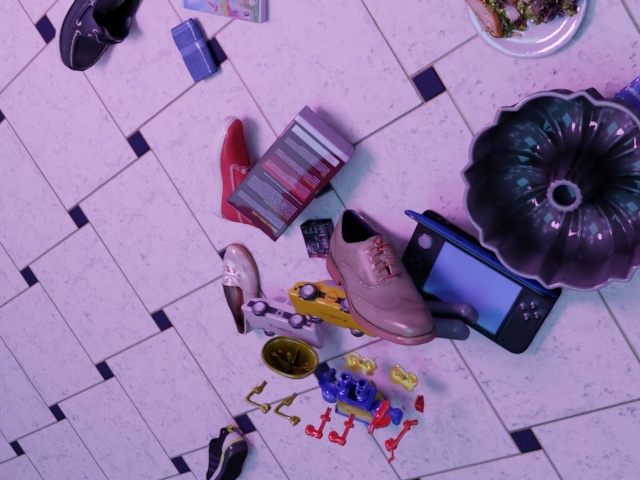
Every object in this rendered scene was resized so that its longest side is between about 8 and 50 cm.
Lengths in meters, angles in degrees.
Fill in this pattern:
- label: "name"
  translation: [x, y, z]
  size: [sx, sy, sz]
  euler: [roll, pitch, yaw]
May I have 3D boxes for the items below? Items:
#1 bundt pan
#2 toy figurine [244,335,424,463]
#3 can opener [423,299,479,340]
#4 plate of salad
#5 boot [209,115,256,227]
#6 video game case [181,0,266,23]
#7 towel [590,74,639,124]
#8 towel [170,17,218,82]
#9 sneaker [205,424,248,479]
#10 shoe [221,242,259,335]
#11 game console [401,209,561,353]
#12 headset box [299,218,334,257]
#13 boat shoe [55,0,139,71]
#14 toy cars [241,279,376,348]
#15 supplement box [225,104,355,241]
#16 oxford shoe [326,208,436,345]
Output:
- label: "bundt pan"
  translation: [0.395, -0.092, 1.366]
  size: [0.331, 0.124, 0.330]
  euler: [14, 121, 24]
- label: "toy figurine"
  translation: [0.043, 0.353, 1.858]
  size: [0.363, 0.191, 0.217]
  euler: [16, 158, 18]
- label: "can opener"
  translation: [0.176, 0.140, 1.677]
  size: [0.280, 0.074, 0.093]
  euler: [5, 147, 51]
- label: "plate of salad"
  translation: [0.315, -0.380, 1.371]
  size: [0.200, 0.048, 0.199]
  euler: [16, 121, 27]
- label: "boot"
  translation: [-0.133, -0.128, 1.789]
  size: [0.176, 0.088, 0.244]
  euler: [21, 131, 22]
- label: "video game case"
  translation: [-0.186, -0.528, 1.644]
  size: [0.193, 0.023, 0.212]
  euler: [18, 123, 26]
- label: "towel"
  translation: [0.577, -0.175, 1.311]
  size: [0.243, 0.040, 0.336]
  euler: [48, 131, 2]
- label: "towel"
  translation: [-0.253, -0.383, 1.764]
  size: [0.067, 0.029, 0.119]
  euler: [-15, 104, 39]
- label: "sneaker"
  translation: [-0.248, 0.553, 2.252]
  size: [0.097, 0.084, 0.234]
  euler: [55, 134, 29]
- label: "shoe"
  translation: [-0.179, 0.112, 1.962]
  size: [0.077, 0.058, 0.219]
  euler: [6, 117, 32]
- label: "game console"
  translation: [0.263, 0.081, 1.572]
  size: [0.293, 0.173, 0.250]
  euler: [33, 128, 16]
- label: "headset box"
  translation: [0.000, 0.000, 1.798]
  size: [0.062, 0.032, 0.083]
  euler: [-3, 113, 36]
- label: "boat shoe"
  translation: [-0.433, -0.459, 1.783]
  size: [0.113, 0.127, 0.340]
  euler: [49, 122, 17]
- label: "toy cars"
  translation: [-0.016, 0.141, 1.820]
  size: [0.176, 0.087, 0.394]
  euler: [40, 151, -17]
- label: "supplement box"
  translation: [-0.059, -0.127, 1.692]
  size: [0.130, 0.073, 0.239]
  euler: [41, 115, -7]
- label: "oxford shoe"
  translation: [0.102, 0.064, 1.614]
  size: [0.348, 0.123, 0.130]
  euler: [47, 142, 49]
